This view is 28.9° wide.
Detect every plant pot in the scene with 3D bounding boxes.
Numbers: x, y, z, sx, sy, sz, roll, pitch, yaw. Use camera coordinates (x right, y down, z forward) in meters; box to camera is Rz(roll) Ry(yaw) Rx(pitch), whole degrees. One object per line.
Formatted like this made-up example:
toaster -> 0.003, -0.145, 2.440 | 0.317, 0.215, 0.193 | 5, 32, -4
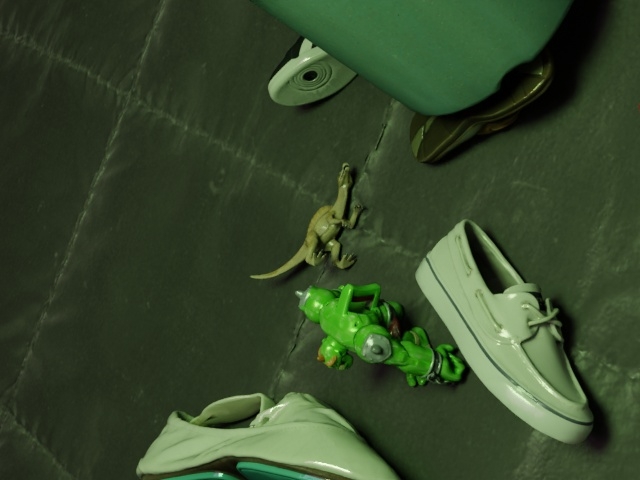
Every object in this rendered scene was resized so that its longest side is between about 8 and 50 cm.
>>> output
plant pot -> 0.063, -0.317, 1.225 | 0.341, 0.334, 0.341 | -37, 33, 30

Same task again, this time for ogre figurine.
ogre figurine -> 0.051, 0.092, 1.327 | 0.097, 0.118, 0.197 | -51, 49, 22

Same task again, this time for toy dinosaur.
toy dinosaur -> 0.000, 0.000, 1.461 | 0.183, 0.053, 0.092 | -53, 33, 11

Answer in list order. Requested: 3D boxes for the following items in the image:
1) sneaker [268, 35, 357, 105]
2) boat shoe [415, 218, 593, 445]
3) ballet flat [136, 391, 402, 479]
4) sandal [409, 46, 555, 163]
sneaker -> 0.017, -0.262, 1.490 | 0.217, 0.079, 0.121 | -35, 53, 23
boat shoe -> 0.191, 0.081, 1.217 | 0.088, 0.096, 0.267 | -57, 39, 23
ballet flat -> -0.059, 0.232, 1.405 | 0.400, 0.139, 0.139 | -10, 73, 43
sandal -> 0.176, -0.142, 1.315 | 0.219, 0.060, 0.090 | -40, 47, 48
